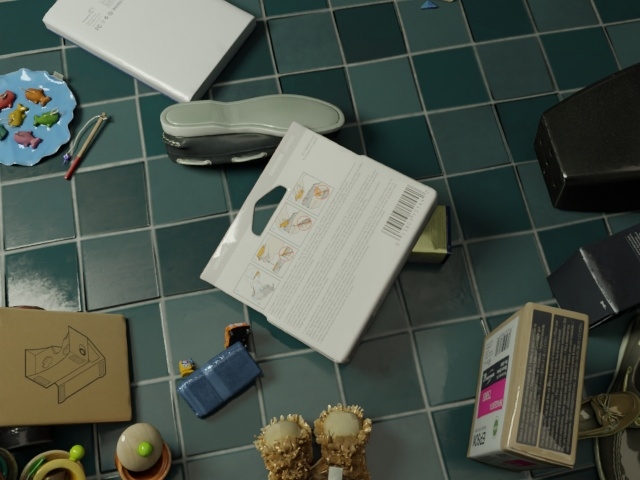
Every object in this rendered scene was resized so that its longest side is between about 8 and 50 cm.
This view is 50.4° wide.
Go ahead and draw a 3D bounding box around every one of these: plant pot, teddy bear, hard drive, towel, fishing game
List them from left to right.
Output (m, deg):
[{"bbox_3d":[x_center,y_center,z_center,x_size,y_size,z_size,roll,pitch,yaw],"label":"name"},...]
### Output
[{"bbox_3d":[-0.512,-0.218,1.171,0.264,0.041,0.189,25,74,7],"label":"fishing game"},{"bbox_3d":[-0.308,-0.395,1.238,0.318,0.040,0.210,30,73,9],"label":"hard drive"},{"bbox_3d":[-0.152,0.208,1.024,0.119,0.029,0.067,-35,107,-10],"label":"towel"},{"bbox_3d":[0.012,0.397,0.946,0.245,0.113,0.338,-22,65,-16],"label":"teddy bear"},{"bbox_3d":[0.451,-0.147,1.107,0.166,0.188,0.188,-13,71,6],"label":"plant pot"}]

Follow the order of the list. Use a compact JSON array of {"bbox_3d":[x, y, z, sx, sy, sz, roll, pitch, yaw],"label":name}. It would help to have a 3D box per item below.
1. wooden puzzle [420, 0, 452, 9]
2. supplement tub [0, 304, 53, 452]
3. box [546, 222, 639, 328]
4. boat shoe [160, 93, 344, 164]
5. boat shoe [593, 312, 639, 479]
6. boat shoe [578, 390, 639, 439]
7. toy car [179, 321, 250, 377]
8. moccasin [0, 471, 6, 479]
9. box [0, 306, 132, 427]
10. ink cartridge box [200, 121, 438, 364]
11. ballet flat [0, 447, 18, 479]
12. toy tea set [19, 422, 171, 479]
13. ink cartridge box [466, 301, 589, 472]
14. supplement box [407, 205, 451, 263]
[{"bbox_3d":[0.223,-0.493,1.303,0.078,0.014,0.116,3,71,-1],"label":"wooden puzzle"},{"bbox_3d":[-0.437,0.201,0.989,0.106,0.106,0.198,-13,74,-6],"label":"supplement tub"},{"bbox_3d":[0.482,0.046,1.047,0.207,0.153,0.108,-21,72,-9],"label":"box"},{"bbox_3d":[-0.112,-0.180,1.145,0.302,0.091,0.114,1,44,-2],"label":"boat shoe"},{"bbox_3d":[0.487,0.239,1.011,0.109,0.091,0.305,20,71,5],"label":"boat shoe"},{"bbox_3d":[0.387,0.258,0.989,0.153,0.048,0.056,-24,58,24],"label":"boat shoe"},{"bbox_3d":[-0.165,0.158,1.041,0.122,0.060,0.040,-20,40,-15],"label":"toy car"},{"bbox_3d":[-0.461,0.316,0.818,0.380,0.147,0.139,35,51,26],"label":"moccasin"},{"bbox_3d":[-0.369,0.180,0.974,0.201,0.021,0.165,11,62,-44],"label":"box"},{"bbox_3d":[0.000,0.000,1.062,0.261,0.066,0.296,29,85,15],"label":"ink cartridge box"},{"bbox_3d":[-0.554,0.404,0.910,0.348,0.123,0.123,-36,75,-16],"label":"ballet flat"},{"bbox_3d":[-0.318,0.391,0.882,0.200,0.124,0.336,30,68,-24],"label":"toy tea set"},{"bbox_3d":[0.280,0.210,0.940,0.088,0.235,0.193,14,70,3],"label":"ink cartridge box"},{"bbox_3d":[0.166,-0.010,1.108,0.083,0.056,0.083,2,70,-1],"label":"supplement box"}]
